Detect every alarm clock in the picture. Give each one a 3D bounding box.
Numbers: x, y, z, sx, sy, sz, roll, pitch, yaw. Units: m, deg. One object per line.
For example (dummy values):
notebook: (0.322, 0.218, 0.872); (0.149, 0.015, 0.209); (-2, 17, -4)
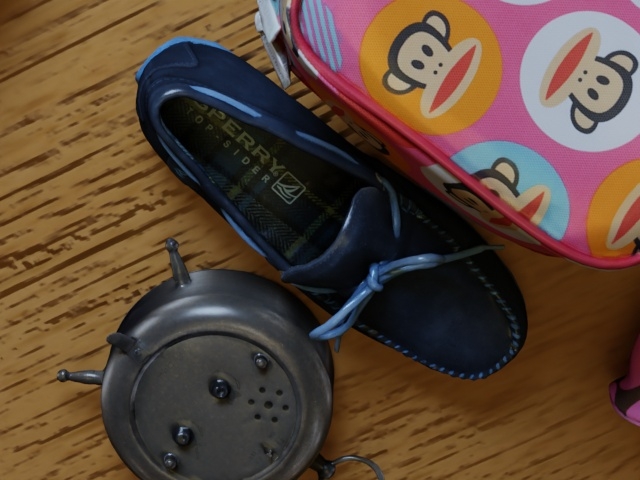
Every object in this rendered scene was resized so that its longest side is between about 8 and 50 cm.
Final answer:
alarm clock: (-0.042, 0.096, 1.013); (0.192, 0.064, 0.129); (36, 106, -14)

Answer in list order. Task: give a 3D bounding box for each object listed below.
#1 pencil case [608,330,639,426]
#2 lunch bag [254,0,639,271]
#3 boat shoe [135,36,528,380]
pencil case: (0.229, 0.018, 0.963); (0.095, 0.098, 0.209); (23, 108, 1)
lunch bag: (0.114, -0.158, 0.844); (0.258, 0.120, 0.293); (36, 89, -9)
boat shoe: (0.000, 0.000, 0.962); (0.258, 0.089, 0.109); (32, 106, -10)
